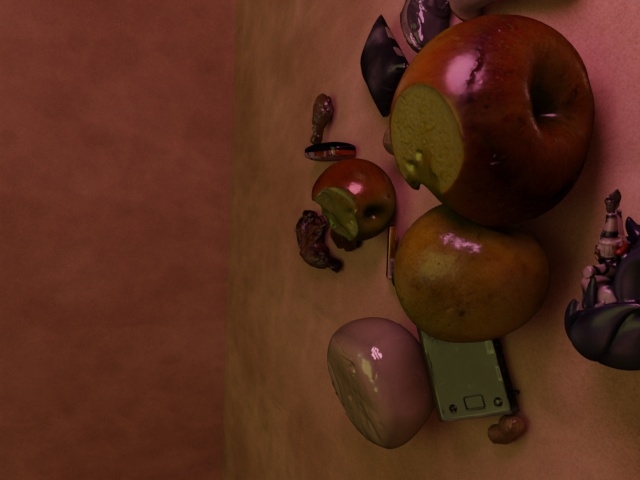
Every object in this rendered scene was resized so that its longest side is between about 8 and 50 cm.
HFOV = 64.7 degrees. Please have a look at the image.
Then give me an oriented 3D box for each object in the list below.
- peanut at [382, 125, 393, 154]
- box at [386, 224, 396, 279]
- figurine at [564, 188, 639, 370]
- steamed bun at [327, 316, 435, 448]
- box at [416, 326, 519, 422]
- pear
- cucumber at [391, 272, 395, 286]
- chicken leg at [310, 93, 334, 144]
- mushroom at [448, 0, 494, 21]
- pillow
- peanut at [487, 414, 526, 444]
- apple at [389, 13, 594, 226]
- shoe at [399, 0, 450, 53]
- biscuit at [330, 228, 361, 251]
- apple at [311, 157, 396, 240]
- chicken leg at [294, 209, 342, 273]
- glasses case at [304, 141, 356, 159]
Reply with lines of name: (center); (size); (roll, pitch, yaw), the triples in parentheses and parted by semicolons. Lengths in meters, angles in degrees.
peanut: (0.264, -0.294, 1.318); (0.275, 0.111, 0.125); (-5, 71, 61)
box: (0.208, 0.034, 1.489); (0.089, 0.023, 0.156); (-56, -32, -86)
figurine: (0.489, 0.075, 0.796); (0.197, 0.175, 0.264); (48, 140, 47)
steamed bun: (0.184, 0.369, 1.355); (0.312, 0.233, 0.333); (16, 123, 62)
box: (0.337, 0.276, 1.181); (0.211, 0.045, 0.270); (-24, 67, 39)
pear: (0.295, 0.071, 1.046); (0.304, 0.304, 0.303); (4, 94, 64)
cucumber: (0.278, 0.113, 1.333); (0.265, 0.077, 0.077); (-1, 90, 64)
chicken leg: (0.000, -0.441, 1.872); (0.085, 0.069, 0.197); (20, 111, 15)
mushroom: (0.377, -0.548, 1.038); (0.159, 0.122, 0.329); (-56, 19, -14)
pillow: (0.180, -0.511, 1.477); (0.186, 0.106, 0.249); (111, 150, -51)
peanut: (0.406, 0.416, 1.108); (0.113, 0.054, 0.053); (118, 142, -46)
apple: (0.299, -0.216, 0.958); (0.374, 0.375, 0.383); (-5, 73, 64)
shoe: (0.293, -0.623, 1.227); (0.171, 0.133, 0.336); (-18, 69, 60)
biscuit: (0.100, -0.050, 1.736); (0.215, 0.034, 0.182); (27, 116, 59)
apple: (0.101, -0.114, 1.495); (0.226, 0.246, 0.246); (58, 140, 43)
chicken leg: (-0.007, 0.009, 1.919); (0.177, 0.083, 0.322); (-40, 52, 40)
glasses case: (0.031, -0.314, 1.793); (0.267, 0.103, 0.067); (-166, 76, -64)
